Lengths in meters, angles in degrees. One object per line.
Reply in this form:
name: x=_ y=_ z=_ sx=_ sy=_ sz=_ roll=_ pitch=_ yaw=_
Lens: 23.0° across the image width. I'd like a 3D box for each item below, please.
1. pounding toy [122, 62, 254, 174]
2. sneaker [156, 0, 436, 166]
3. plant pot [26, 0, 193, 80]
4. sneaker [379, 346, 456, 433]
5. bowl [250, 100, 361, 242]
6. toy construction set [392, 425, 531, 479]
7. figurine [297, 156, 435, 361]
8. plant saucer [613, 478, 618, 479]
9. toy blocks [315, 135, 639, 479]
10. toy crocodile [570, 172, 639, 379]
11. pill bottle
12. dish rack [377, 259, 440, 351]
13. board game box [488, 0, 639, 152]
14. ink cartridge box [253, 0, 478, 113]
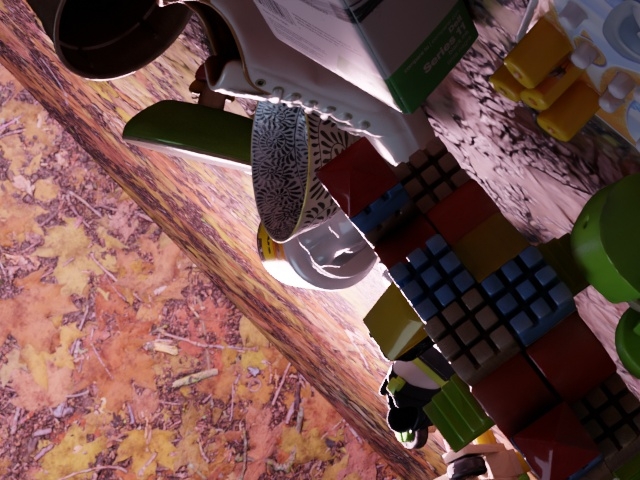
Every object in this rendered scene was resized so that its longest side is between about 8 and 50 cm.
pounding toy: x=-0.107 y=-0.142 z=1.816 sx=0.236 sy=0.110 sz=0.183 roll=13 pitch=180 yaw=-40
sneaker: x=-0.026 y=-0.143 z=1.362 sx=0.290 sy=0.123 sz=0.106 roll=44 pitch=168 yaw=-17
plant pot: x=-0.230 y=-0.271 z=1.542 sx=0.165 sy=0.167 sz=0.167 roll=46 pitch=173 yaw=31
sneaker: x=0.113 y=0.188 z=1.885 sx=0.084 sy=0.097 sz=0.235 roll=38 pitch=170 yaw=26
bowl: x=-0.006 y=-0.083 z=1.573 sx=0.080 sy=0.170 sz=0.170 roll=0 pitch=-173 yaw=-22
toy construction set: x=0.261 y=0.392 z=2.364 sx=0.237 sy=0.257 sz=0.309 roll=-2 pitch=-143 yaw=-31
figurine: x=0.083 y=0.013 z=1.650 sx=0.215 sy=0.092 sz=0.209 roll=53 pitch=157 yaw=0
plant saucer: x=0.409 y=0.363 z=1.784 sx=0.400 sy=0.100 sz=0.400 roll=36 pitch=169 yaw=8
toy blocks: x=0.136 y=0.058 z=1.228 sx=0.381 sy=0.190 sz=0.261 roll=54 pitch=-177 yaw=18
toy crocodile: x=0.316 y=0.084 z=1.094 sx=0.340 sy=0.105 sz=0.115 roll=36 pitch=166 yaw=9
pill bottle: x=0.000 y=0.000 z=1.873 sx=0.117 sy=0.117 sz=0.215 roll=44 pitch=170 yaw=-11
dish rack: x=0.185 y=0.138 z=1.886 sx=0.285 sy=0.072 sz=0.333 roll=37 pitch=170 yaw=23
board game box: x=0.269 y=-0.040 z=0.858 sx=0.390 sy=0.050 sz=0.390 roll=41 pitch=170 yaw=8
ink cartridge box: x=0.004 y=-0.202 z=1.085 sx=0.153 sy=0.087 sz=0.208 roll=36 pitch=169 yaw=35
